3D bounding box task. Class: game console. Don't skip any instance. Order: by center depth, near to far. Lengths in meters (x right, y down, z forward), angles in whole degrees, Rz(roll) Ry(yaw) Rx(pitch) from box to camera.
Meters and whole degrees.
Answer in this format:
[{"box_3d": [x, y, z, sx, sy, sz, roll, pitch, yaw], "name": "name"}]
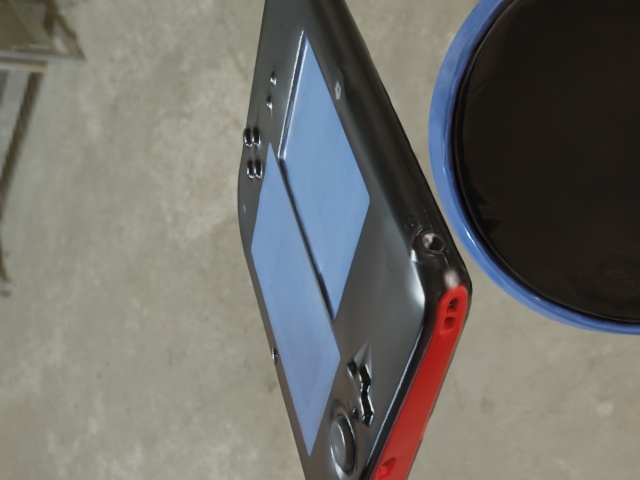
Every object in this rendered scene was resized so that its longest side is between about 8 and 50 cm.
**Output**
[{"box_3d": [0.000, 0.000, 0.774, 0.342, 0.060, 0.386, 98, 159, -49], "name": "game console"}]

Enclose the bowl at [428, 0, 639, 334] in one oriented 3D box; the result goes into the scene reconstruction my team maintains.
[{"box_3d": [0.295, -0.097, 0.912, 0.391, 0.077, 0.391, 1, 99, 8], "name": "bowl"}]
